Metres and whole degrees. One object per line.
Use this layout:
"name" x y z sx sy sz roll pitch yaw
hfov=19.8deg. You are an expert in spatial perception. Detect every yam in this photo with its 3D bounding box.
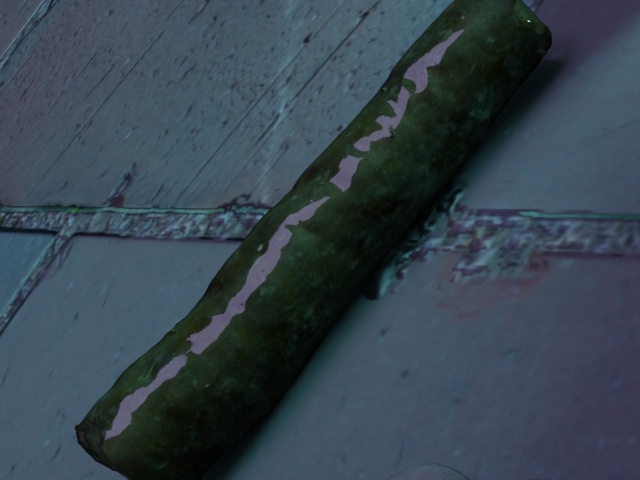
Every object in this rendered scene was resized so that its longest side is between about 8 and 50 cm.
"yam" 0.000 0.000 0.808 0.274 0.061 0.061 -50 26 -7

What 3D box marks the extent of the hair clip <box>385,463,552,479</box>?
"hair clip" -0.013 0.169 0.593 0.257 0.075 0.146 -50 21 -15
